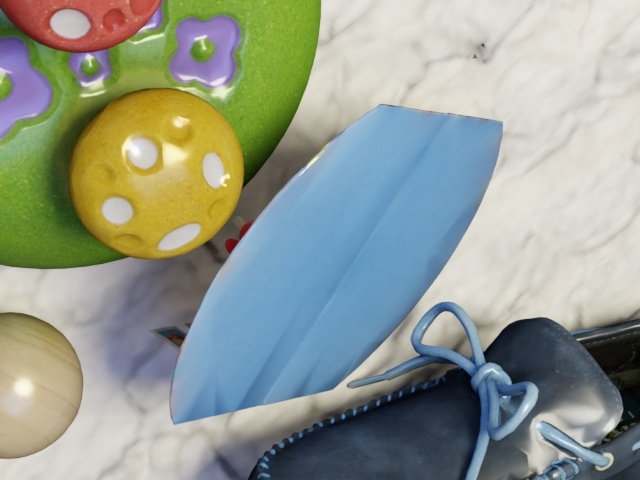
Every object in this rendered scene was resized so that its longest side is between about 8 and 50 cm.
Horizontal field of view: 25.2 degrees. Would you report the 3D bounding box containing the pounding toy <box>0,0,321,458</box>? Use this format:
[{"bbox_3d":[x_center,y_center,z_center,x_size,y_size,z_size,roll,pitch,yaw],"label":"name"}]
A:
[{"bbox_3d":[-0.087,-0.038,0.452,0.183,0.110,0.237,34,96,-31],"label":"pounding toy"}]

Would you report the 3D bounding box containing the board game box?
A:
[{"bbox_3d":[0.000,0.000,0.525,0.133,0.033,0.169,-58,156,18],"label":"board game box"}]

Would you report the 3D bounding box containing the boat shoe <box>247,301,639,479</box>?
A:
[{"bbox_3d":[0.084,0.065,0.583,0.258,0.109,0.089,-15,130,-34],"label":"boat shoe"}]
